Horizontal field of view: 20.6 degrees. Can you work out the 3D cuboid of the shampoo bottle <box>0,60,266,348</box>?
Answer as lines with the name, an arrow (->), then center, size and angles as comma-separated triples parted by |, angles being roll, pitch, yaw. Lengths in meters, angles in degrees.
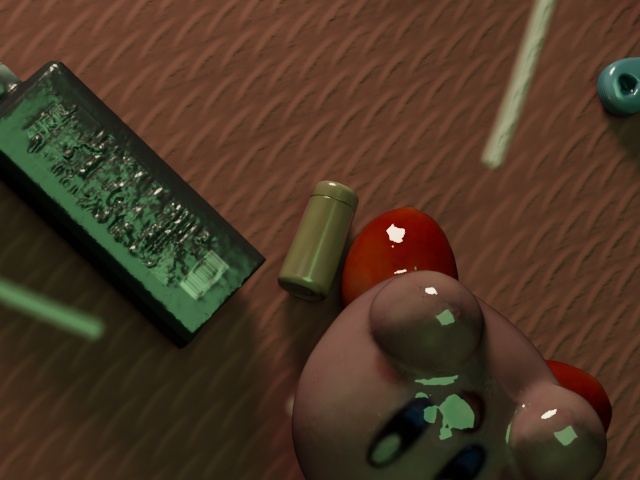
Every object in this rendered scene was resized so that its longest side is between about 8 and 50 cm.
shampoo bottle -> -0.188, -0.055, 1.409 | 0.309, 0.071, 0.098 | 44, 72, -3

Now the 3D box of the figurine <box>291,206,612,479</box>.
figurine -> 0.087, 0.141, 1.386 | 0.269, 0.261, 0.211 | 44, 98, -4

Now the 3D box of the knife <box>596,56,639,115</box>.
knife -> 0.363, -0.150, 1.613 | 0.244, 0.032, 0.058 | -9, 79, -21

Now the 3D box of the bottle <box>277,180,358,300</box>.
bottle -> 0.000, 0.000, 1.466 | 0.045, 0.045, 0.096 | 24, 71, -10
